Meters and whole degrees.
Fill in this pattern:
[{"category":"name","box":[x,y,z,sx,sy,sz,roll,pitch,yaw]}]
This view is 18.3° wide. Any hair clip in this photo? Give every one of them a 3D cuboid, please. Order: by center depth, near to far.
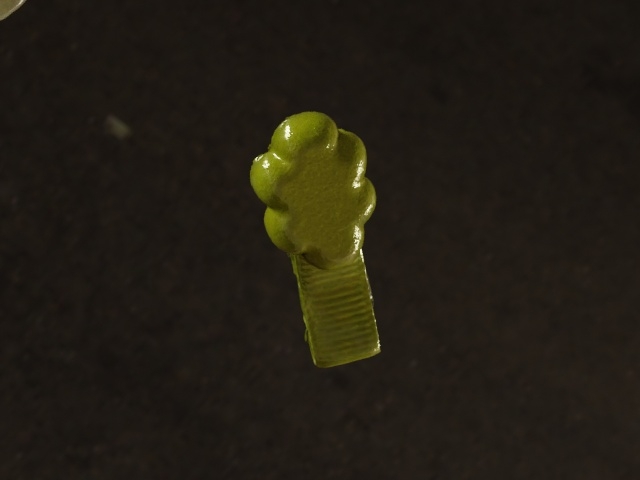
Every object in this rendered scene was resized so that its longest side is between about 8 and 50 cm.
[{"category":"hair clip","box":[0.000,0.000,1.196,0.072,0.173,0.046,-15,37,-10]}]

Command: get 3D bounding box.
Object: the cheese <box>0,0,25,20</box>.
[{"category":"cheese","box":[-0.369,-0.379,1.568,0.384,0.384,0.104,14,9,-31]}]
